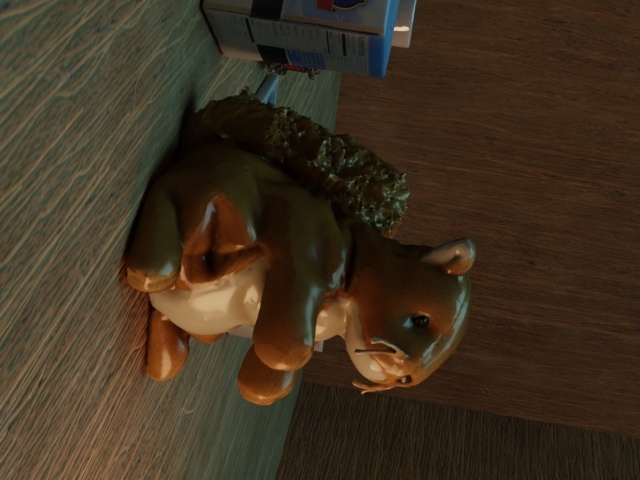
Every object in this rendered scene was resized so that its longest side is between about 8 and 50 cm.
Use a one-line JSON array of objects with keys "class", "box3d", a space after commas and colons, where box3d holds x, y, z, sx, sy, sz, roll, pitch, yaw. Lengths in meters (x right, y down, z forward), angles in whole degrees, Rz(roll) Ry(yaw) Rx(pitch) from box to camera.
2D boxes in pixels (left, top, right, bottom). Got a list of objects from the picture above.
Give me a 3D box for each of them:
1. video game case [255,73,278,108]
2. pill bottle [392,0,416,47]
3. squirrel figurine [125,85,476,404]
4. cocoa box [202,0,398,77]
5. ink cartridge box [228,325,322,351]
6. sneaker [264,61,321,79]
[{"class": "video game case", "box3d": [-0.104, -0.171, 2.195, 0.201, 0.023, 0.183, -71, 170, -67]}, {"class": "pill bottle", "box3d": [0.014, -0.344, 1.841, 0.136, 0.246, 0.136, 9, 90, -86]}, {"class": "squirrel figurine", "box3d": [0.000, 0.000, 1.516, 0.281, 0.370, 0.397, 94, 6, -53]}, {"class": "cocoa box", "box3d": [0.002, -0.410, 1.635, 0.231, 0.228, 0.347, 64, 35, -84]}, {"class": "ink cartridge box", "box3d": [-0.070, 0.108, 2.240, 0.127, 0.176, 0.128, 96, 5, -73]}, {"class": "sneaker", "box3d": [-0.038, -0.347, 2.196, 0.276, 0.097, 0.135, -67, 166, -83]}]
